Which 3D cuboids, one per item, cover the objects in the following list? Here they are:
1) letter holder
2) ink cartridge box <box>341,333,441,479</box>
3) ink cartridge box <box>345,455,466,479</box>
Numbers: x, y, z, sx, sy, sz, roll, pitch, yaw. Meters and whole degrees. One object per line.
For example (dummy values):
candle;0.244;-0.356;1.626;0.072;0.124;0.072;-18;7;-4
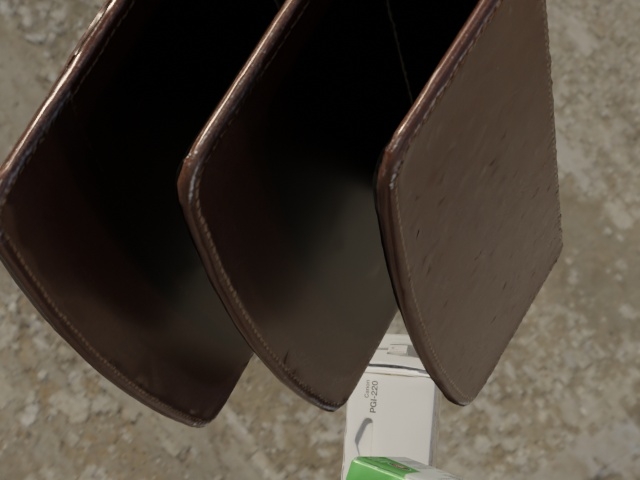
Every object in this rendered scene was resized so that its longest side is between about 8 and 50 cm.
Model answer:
letter holder;0.000;0.000;0.586;0.152;0.302;0.214;25;73;22
ink cartridge box;0.082;0.194;1.298;0.092;0.158;0.218;5;5;10
ink cartridge box;0.129;0.251;0.990;0.208;0.086;0.153;17;-4;23
